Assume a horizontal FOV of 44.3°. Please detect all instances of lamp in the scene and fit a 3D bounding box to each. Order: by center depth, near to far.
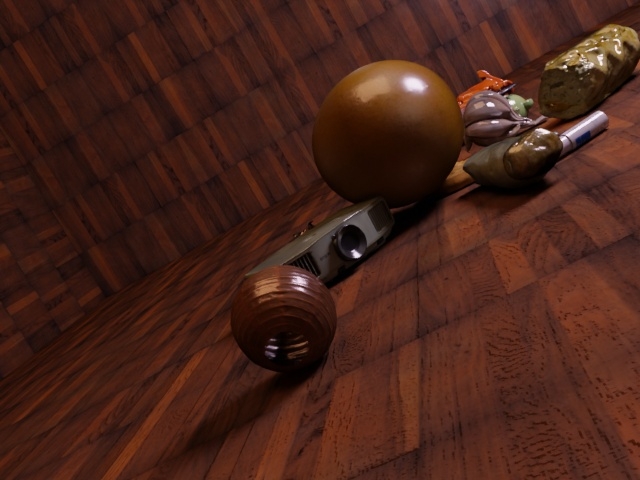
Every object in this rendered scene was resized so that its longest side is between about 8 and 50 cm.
[{"bbox_3d":[-0.045,0.097,0.986,0.136,0.136,0.136,-29,8,5],"label":"lamp"}]

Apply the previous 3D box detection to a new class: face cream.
[{"bbox_3d":[0.430,-0.174,1.329,0.130,0.034,0.034,-32,8,-16],"label":"face cream"}]

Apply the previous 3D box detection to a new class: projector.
[{"bbox_3d":[0.011,0.019,1.430,0.269,0.088,0.193,-35,9,-29],"label":"projector"}]

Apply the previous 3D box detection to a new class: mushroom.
[{"bbox_3d":[0.319,-0.131,1.322,0.100,0.081,0.312,-27,4,-2],"label":"mushroom"}]

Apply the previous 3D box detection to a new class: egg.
[{"bbox_3d":[0.126,-0.202,1.544,0.282,0.283,0.351,-35,4,-30],"label":"egg"}]

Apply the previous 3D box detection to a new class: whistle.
[{"bbox_3d":[0.445,-0.312,1.934,0.105,0.085,0.227,-28,7,-4],"label":"whistle"}]

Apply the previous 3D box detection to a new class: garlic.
[{"bbox_3d":[0.408,-0.268,1.762,0.194,0.127,0.131,2,52,18],"label":"garlic"}]

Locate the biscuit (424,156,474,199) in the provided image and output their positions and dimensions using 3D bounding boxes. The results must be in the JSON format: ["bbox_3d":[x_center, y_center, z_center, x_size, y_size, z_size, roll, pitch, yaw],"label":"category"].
[{"bbox_3d":[0.271,-0.130,1.628,0.144,0.033,0.224,-31,8,-7],"label":"biscuit"}]

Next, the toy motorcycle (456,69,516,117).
[{"bbox_3d":[0.387,-0.348,2.139,0.325,0.148,0.221,-29,6,22],"label":"toy motorcycle"}]

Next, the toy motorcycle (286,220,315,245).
[{"bbox_3d":[0.000,0.000,1.624,0.212,0.084,0.118,-31,-2,-41],"label":"toy motorcycle"}]

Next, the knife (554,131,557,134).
[{"bbox_3d":[0.419,-0.189,1.539,0.096,0.010,0.027,-28,8,13],"label":"knife"}]

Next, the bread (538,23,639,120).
[{"bbox_3d":[0.569,-0.359,1.644,0.267,0.130,0.152,-35,1,-34],"label":"bread"}]
